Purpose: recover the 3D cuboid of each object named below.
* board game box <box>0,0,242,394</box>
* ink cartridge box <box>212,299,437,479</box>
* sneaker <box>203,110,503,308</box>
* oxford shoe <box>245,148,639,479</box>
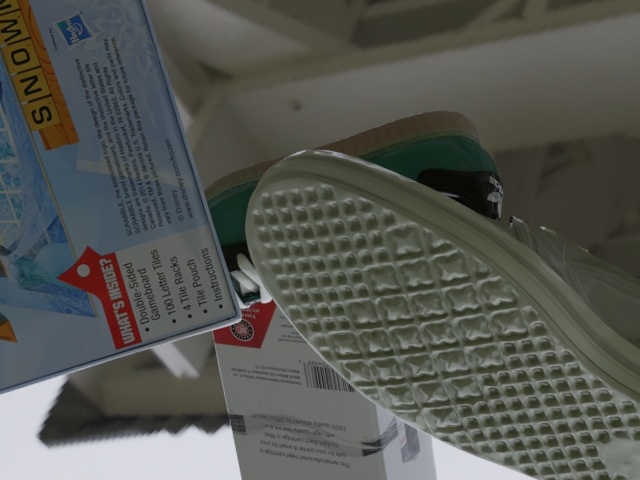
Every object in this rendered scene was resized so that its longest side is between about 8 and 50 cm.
[{"bbox_3d":[-0.231,-0.069,0.587,0.318,0.318,0.066,-16,179,-16],"label":"board game box"},{"bbox_3d":[0.004,0.167,1.489,0.197,0.273,0.114,3,-160,34],"label":"ink cartridge box"},{"bbox_3d":[0.000,0.000,1.096,0.302,0.108,0.121,-23,-137,6],"label":"sneaker"},{"bbox_3d":[0.158,0.067,0.907,0.169,0.449,0.130,-60,-176,44],"label":"oxford shoe"}]
